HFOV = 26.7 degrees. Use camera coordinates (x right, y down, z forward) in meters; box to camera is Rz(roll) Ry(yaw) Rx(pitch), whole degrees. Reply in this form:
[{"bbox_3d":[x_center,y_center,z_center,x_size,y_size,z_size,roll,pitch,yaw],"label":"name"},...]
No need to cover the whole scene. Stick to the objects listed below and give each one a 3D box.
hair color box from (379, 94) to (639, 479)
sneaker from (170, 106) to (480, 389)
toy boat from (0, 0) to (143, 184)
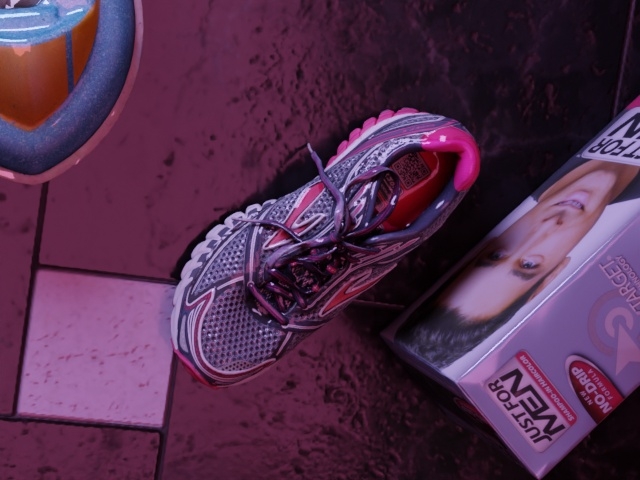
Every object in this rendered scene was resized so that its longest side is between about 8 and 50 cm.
[{"bbox_3d":[0.244,0.009,1.117,0.374,0.185,0.113,-42,106,-7],"label":"hair color box"},{"bbox_3d":[0.000,0.000,1.086,0.299,0.112,0.121,-45,106,-6],"label":"sneaker"},{"bbox_3d":[-0.283,-0.159,0.965,0.318,0.148,0.267,-12,100,-14],"label":"toy boat"}]
